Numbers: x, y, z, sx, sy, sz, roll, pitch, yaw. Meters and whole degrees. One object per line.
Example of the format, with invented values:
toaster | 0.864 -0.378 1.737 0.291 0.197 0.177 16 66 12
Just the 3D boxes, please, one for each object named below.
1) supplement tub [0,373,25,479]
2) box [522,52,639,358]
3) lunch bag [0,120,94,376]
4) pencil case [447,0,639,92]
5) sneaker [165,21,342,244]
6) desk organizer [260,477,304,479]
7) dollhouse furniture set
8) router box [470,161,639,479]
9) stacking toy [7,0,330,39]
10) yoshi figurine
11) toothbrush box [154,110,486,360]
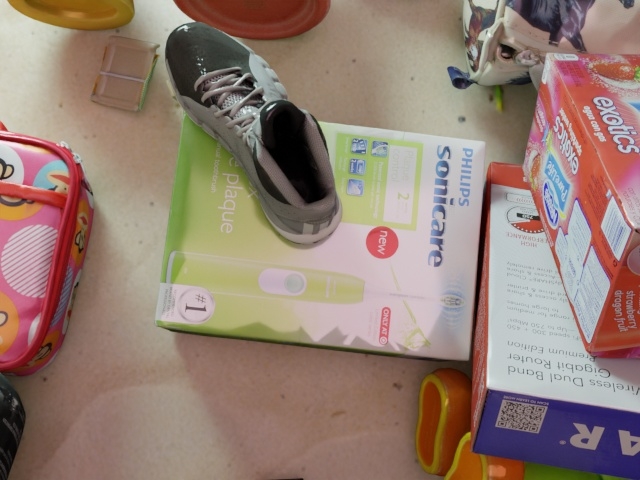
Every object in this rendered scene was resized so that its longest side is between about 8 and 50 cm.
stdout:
supplement tub | -0.371 0.251 0.604 0.207 0.207 0.338 9 50 -3
box | 0.256 -0.039 0.649 0.123 0.128 0.256 1 39 -1
lunch bag | -0.368 -0.017 0.757 0.293 0.120 0.258 10 77 -4
pencil case | 0.343 -0.190 0.801 0.411 0.160 0.183 12 59 -2
sneaker | -0.051 -0.108 0.658 0.086 0.132 0.228 -36 84 -10
desk organizer | -0.077 0.258 0.768 0.130 0.047 0.050 -2 80 -4
dollhouse furniture set | -0.155 -0.161 0.834 0.152 0.058 0.076 14 88 17
router box | 0.306 0.065 0.692 0.336 0.082 0.301 8 40 6
stacking toy | -0.138 -0.294 0.729 0.309 0.279 0.130 3 83 -8
yoshi figurine | 0.286 0.171 0.734 0.362 0.203 0.203 5 68 -14
toothbrush box | 0.000 0.000 0.773 0.283 0.122 0.206 8 81 -4
